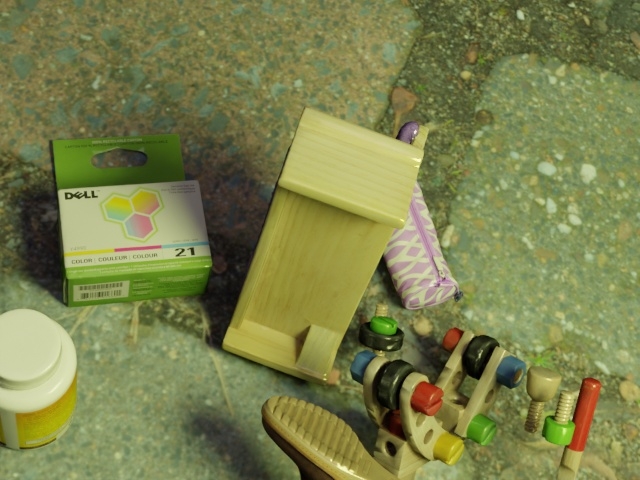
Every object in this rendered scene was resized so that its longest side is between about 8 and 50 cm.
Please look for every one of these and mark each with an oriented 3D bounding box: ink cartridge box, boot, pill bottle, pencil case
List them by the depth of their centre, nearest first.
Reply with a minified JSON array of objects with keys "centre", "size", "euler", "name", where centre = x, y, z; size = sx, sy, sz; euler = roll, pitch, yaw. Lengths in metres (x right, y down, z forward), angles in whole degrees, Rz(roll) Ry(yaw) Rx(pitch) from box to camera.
[{"centre":[-0.340,0.158,1.243],"size":[0.117,0.215,0.117],"euler":[5,62,-10],"name":"pill bottle"},{"centre":[-0.006,0.319,1.248],"size":[0.248,0.207,0.090],"euler":[37,25,7],"name":"boot"},{"centre":[-0.259,-0.052,1.441],"size":[0.189,0.097,0.255],"euler":[-5,65,-15],"name":"ink cartridge box"},{"centre":[0.125,-0.003,1.507],"size":[0.086,0.088,0.206],"euler":[-12,65,-21],"name":"pencil case"}]

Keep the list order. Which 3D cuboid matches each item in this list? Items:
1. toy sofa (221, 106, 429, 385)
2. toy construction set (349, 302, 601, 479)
[{"centre":[0.000,0.000,1.319],"size":[0.150,0.362,0.177],"euler":[19,49,-2],"name":"toy sofa"},{"centre":[0.166,0.250,1.335],"size":[0.309,0.257,0.237],"euler":[13,104,12],"name":"toy construction set"}]
